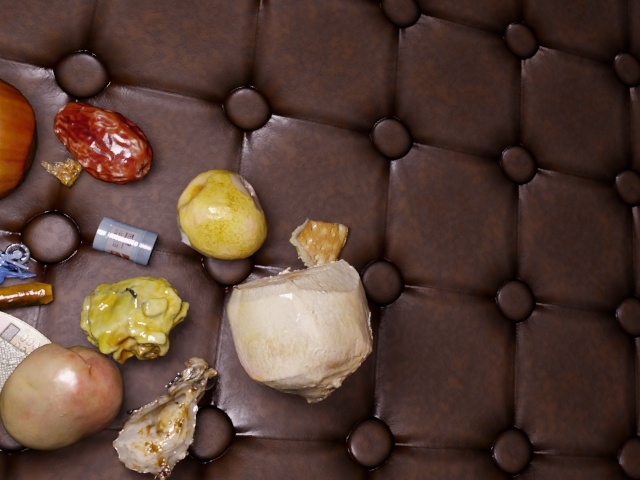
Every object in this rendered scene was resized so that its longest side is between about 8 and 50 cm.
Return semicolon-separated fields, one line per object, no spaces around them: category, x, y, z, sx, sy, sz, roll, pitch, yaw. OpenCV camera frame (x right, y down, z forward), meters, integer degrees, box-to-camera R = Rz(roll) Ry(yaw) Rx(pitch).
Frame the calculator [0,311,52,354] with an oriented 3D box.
calculator;-0.805;0.304;1.595;0.236;0.033;0.157;41;70;-9

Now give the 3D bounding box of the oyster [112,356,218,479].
oyster;-0.412;0.467;1.631;0.198;0.133;0.336;31;70;-7

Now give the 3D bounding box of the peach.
peach;-0.633;0.386;1.492;0.293;0.292;0.247;-2;63;-17

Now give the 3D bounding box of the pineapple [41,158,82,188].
pineapple;-0.733;-0.193;1.701;0.114;0.077;0.114;21;40;-1

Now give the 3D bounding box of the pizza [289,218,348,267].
pizza;-0.007;-0.001;1.878;0.188;0.081;0.204;51;58;-27

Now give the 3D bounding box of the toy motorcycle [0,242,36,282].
toy motorcycle;-0.870;0.076;1.585;0.205;0.076;0.114;-16;107;-28

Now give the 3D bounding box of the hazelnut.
hazelnut;-0.904;-0.273;1.519;0.366;0.366;0.365;3;79;-16

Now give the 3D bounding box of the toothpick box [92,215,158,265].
toothpick box;-0.548;0.003;1.692;0.153;0.101;0.101;19;75;-11

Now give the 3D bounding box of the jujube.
jujube;-0.608;-0.274;1.686;0.290;0.197;0.197;34;71;7

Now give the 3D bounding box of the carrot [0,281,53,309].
carrot;-0.869;0.158;1.564;0.315;0.066;0.066;-8;82;-27

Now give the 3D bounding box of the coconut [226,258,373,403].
coconut;-0.044;0.260;1.653;0.405;0.404;0.404;3;79;-16

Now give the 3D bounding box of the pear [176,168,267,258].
pear;-0.275;-0.068;1.716;0.272;0.271;0.270;3;79;-16

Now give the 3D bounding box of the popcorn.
popcorn;-0.492;0.200;1.585;0.252;0.287;0.215;-84;150;-47

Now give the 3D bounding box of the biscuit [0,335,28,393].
biscuit;-0.836;0.313;1.544;0.199;0.041;0.121;38;72;-12
